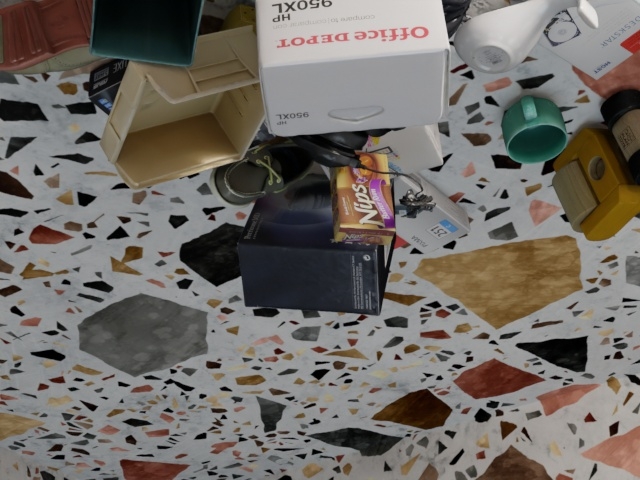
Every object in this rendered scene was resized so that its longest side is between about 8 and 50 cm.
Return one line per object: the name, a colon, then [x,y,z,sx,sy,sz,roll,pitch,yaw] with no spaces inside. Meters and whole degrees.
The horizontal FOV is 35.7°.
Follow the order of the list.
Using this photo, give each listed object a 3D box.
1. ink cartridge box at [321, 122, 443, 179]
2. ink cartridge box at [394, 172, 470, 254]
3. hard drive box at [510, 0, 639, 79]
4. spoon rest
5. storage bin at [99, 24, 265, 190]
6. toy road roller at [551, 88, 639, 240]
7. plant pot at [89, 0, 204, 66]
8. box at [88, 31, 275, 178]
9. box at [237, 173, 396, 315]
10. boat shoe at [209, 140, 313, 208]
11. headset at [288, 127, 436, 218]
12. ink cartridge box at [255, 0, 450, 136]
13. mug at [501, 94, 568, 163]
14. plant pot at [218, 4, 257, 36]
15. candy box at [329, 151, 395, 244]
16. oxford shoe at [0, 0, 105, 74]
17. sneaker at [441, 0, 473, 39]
ink cartridge box: [0.109,-0.234,2.000,0.233,0.171,0.168,-15,144,15]
ink cartridge box: [0.169,-0.051,2.372,0.261,0.066,0.296,-28,139,29]
hard drive box: [0.499,-0.423,1.839,0.232,0.089,0.181,21,139,-32]
spoon rest: [0.363,-0.374,1.772,0.276,0.084,0.137,-15,138,43]
storage bin: [-0.232,-0.233,1.769,0.260,0.123,0.262,-21,161,-34]
toy road roller: [0.689,-0.157,2.161,0.241,0.202,0.329,2,145,-28]
plant pot: [-0.277,-0.432,1.611,0.166,0.234,0.165,5,145,-12]
box: [-0.270,-0.270,1.990,0.243,0.076,0.307,-20,143,21]
box: [0.000,0.000,2.148,0.294,0.296,0.182,2,124,11]
boat shoe: [-0.116,-0.145,2.054,0.091,0.109,0.305,-22,-177,32]
headset: [0.078,-0.219,1.843,0.243,0.394,0.185,-38,164,23]
ink cartridge box: [0.042,-0.375,1.586,0.286,0.394,0.166,-6,146,1]
mug: [0.451,-0.246,2.085,0.130,0.097,0.157,6,144,-14]
plant pot: [-0.136,-0.386,1.836,0.082,0.081,0.083,10,138,-20]
candy box: [0.078,-0.083,1.900,0.109,0.186,0.053,5,144,-11]
oxford shoe: [-0.407,-0.389,1.791,0.397,0.140,0.146,-11,176,1]
sneaker: [0.151,-0.412,1.806,0.269,0.101,0.153,-7,148,7]
